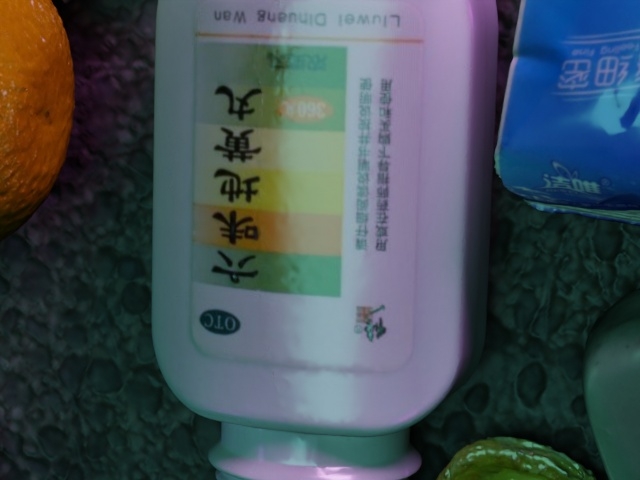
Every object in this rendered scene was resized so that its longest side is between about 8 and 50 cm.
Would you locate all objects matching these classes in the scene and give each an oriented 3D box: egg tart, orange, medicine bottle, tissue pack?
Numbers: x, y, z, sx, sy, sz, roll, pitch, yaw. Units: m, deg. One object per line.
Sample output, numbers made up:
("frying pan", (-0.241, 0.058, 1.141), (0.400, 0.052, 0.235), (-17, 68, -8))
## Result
("egg tart", (0.113, 0.155, 0.889), (0.105, 0.039, 0.105), (3, 99, 18))
("orange", (-0.253, -0.084, 0.883), (0.236, 0.236, 0.236), (3, 99, 18))
("medicine bottle", (0.000, 0.000, 0.863), (0.179, 0.124, 0.324), (5, 101, 18))
("tissue pack", (0.233, -0.093, 0.750), (0.270, 0.137, 0.209), (13, 94, 19))

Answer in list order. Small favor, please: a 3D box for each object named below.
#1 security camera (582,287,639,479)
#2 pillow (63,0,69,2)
("security camera", (0.238, 0.157, 0.833), (0.157, 0.080, 0.301), (-13, 104, 24))
("pillow", (-0.159, -0.244, 0.859), (0.144, 0.078, 0.254), (-27, 125, 22))
